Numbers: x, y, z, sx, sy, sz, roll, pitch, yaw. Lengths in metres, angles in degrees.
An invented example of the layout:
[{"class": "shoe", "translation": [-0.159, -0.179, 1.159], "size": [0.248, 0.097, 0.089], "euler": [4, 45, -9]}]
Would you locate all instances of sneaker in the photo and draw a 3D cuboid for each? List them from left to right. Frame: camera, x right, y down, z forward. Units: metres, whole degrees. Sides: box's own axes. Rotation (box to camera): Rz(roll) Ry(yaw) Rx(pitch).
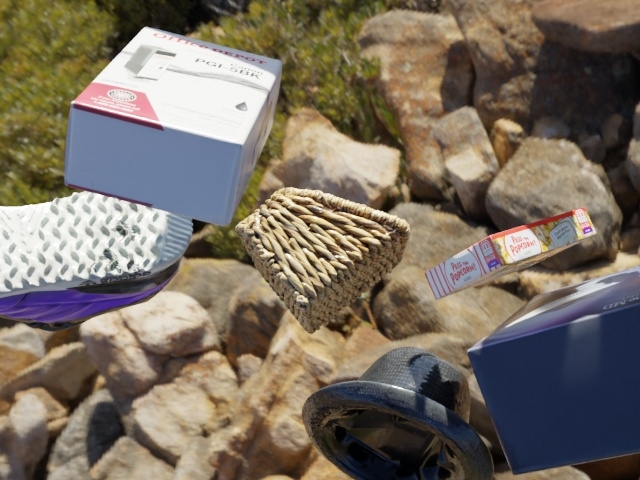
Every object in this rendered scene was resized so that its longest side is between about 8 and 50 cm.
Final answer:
[{"class": "sneaker", "translation": [-0.259, 0.030, 0.756], "size": [0.293, 0.146, 0.102], "euler": [-2, 64, -17]}]

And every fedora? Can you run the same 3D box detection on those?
[{"class": "fedora", "translation": [0.135, 0.273, 1.420], "size": [0.334, 0.334, 0.153], "euler": [13, 52, 24]}]

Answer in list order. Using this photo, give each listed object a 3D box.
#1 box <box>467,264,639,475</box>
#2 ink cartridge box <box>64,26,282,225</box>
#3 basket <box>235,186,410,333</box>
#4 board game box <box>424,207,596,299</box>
[{"class": "box", "translation": [0.394, 0.144, 1.178], "size": [0.296, 0.294, 0.183], "euler": [-21, 90, 31]}, {"class": "ink cartridge box", "translation": [-0.084, -0.075, 0.557], "size": [0.099, 0.056, 0.135], "euler": [14, 32, 0]}, {"class": "basket", "translation": [0.000, 0.000, 1.563], "size": [0.223, 0.299, 0.213], "euler": [-38, 78, -7]}, {"class": "board game box", "translation": [0.262, 0.018, 1.260], "size": [0.146, 0.193, 0.045], "euler": [-35, 74, 52]}]
